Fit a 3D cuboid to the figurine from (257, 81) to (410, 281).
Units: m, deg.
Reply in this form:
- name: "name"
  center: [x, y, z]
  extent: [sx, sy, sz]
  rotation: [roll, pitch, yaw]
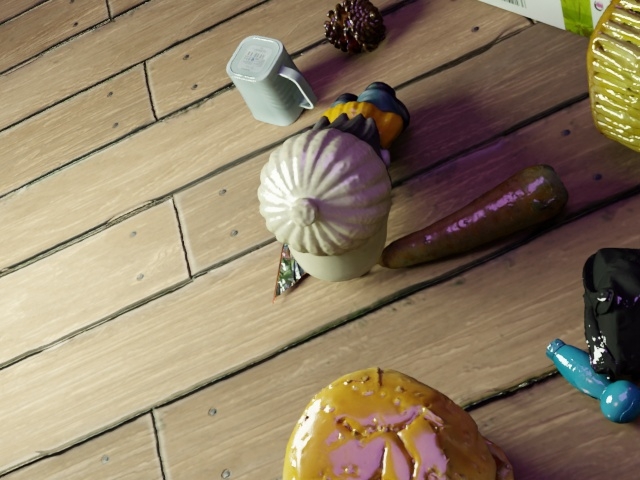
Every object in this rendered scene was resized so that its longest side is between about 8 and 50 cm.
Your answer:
- name: "figurine"
  center: [0.023, -0.116, 1.183]
  extent: [0.185, 0.204, 0.332]
  rotation: [-18, 45, 30]

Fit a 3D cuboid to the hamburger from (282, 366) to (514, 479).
- name: "hamburger"
  center: [0.084, 0.269, 0.921]
  extent: [0.245, 0.163, 0.244]
  rotation: [-11, 52, 14]

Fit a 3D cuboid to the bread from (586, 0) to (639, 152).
- name: "bread"
  center: [0.451, -0.229, 1.068]
  extent: [0.227, 0.253, 0.142]
  rotation: [-47, 54, -9]

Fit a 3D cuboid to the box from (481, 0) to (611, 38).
- name: "box"
  center: [0.397, -0.450, 1.349]
  extent: [0.299, 0.106, 0.200]
  rotation: [33, 74, 36]

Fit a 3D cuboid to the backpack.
- name: "backpack"
  center: [0.353, 0.070, 0.962]
  extent: [0.106, 0.120, 0.165]
  rotation: [-1, 28, 16]

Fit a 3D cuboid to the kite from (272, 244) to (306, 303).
- name: "kite"
  center: [0.000, 0.000, 1.254]
  extent: [0.232, 0.009, 0.189]
  rotation: [-39, 50, -8]

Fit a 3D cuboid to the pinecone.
- name: "pinecone"
  center: [0.057, -0.369, 1.450]
  extent: [0.102, 0.102, 0.109]
  rotation: [-44, 40, -11]

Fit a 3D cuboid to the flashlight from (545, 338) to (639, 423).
- name: "flashlight"
  center: [0.313, 0.158, 0.973]
  extent: [0.051, 0.051, 0.129]
  rotation: [-41, 52, -8]

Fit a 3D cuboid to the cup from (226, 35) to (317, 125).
- name: "cup"
  center: [-0.072, -0.259, 1.403]
  extent: [0.128, 0.129, 0.095]
  rotation: [20, 73, 30]

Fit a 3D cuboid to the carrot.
- name: "carrot"
  center: [0.190, -0.015, 1.154]
  extent: [0.298, 0.078, 0.078]
  rotation: [-25, 50, 13]
